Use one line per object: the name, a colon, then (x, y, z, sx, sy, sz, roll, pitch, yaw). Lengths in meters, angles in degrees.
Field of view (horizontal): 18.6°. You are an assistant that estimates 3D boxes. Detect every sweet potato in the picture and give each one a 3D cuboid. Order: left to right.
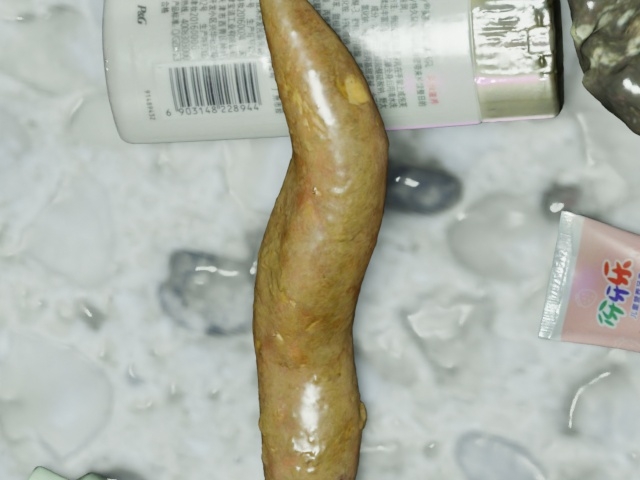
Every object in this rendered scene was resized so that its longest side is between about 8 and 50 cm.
sweet potato: (0.000, 0.000, 0.966, 0.067, 0.059, 0.281, 28, 122, 44)

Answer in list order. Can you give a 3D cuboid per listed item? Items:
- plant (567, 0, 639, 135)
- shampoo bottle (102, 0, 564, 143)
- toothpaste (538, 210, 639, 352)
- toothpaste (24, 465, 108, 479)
plant: (0.213, -0.085, 0.888, 0.132, 0.194, 0.129, -33, 44, 44)
shampoo bottle: (0.006, -0.097, 0.980, 0.227, 0.056, 0.086, -3, 102, 12)
toothpaste: (0.207, 0.037, 0.963, 0.194, 0.043, 0.067, 12, 101, 16)
toothpaste: (-0.064, 0.183, 1.036, 0.218, 0.041, 0.064, 31, 95, 4)
